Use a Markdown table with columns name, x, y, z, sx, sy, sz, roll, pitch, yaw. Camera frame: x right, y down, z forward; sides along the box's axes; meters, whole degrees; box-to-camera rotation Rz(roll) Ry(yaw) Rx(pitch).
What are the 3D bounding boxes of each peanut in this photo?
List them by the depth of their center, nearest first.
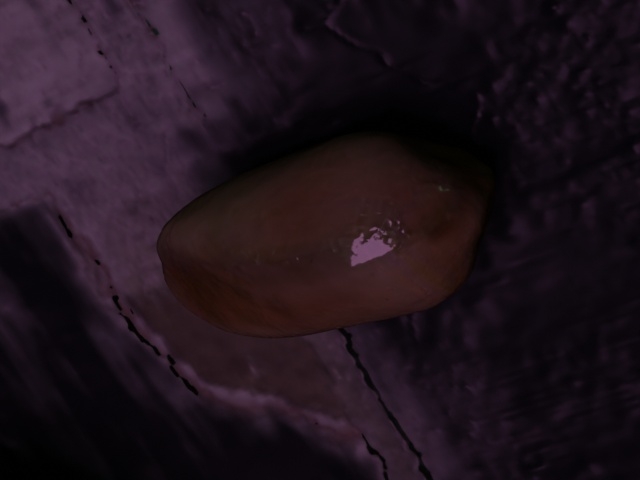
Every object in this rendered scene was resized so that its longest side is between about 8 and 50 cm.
| name | x | y | z | sx | sy | sz | roll | pitch | yaw |
| --- | --- | --- | --- | --- | --- | --- | --- | --- | --- |
| peanut | 0.000 | 0.000 | 0.783 | 0.152 | 0.076 | 0.076 | -16 | 112 | 28 |
